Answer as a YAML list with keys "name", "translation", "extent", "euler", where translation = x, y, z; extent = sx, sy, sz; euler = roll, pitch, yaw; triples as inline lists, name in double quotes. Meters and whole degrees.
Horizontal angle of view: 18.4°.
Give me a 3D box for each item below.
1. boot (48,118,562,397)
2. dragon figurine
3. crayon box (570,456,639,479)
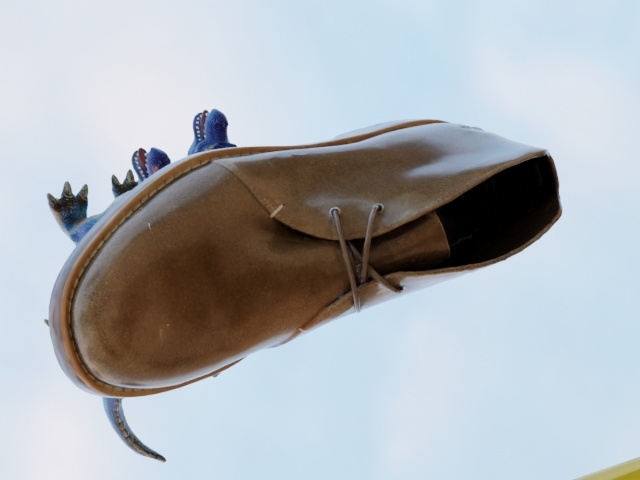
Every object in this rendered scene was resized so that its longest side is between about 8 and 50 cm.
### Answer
- name: "boot"
  translation: [0.000, 0.000, 1.035]
  extent: [0.305, 0.115, 0.112]
  euler: [-23, -73, -35]
- name: "dragon figurine"
  translation: [-0.109, 0.045, 1.270]
  extent: [0.085, 0.144, 0.289]
  euler: [-10, -64, -30]
- name: "crayon box"
  translation: [0.205, 0.123, 0.572]
  extent: [0.318, 0.202, 0.081]
  euler: [38, -137, -34]
